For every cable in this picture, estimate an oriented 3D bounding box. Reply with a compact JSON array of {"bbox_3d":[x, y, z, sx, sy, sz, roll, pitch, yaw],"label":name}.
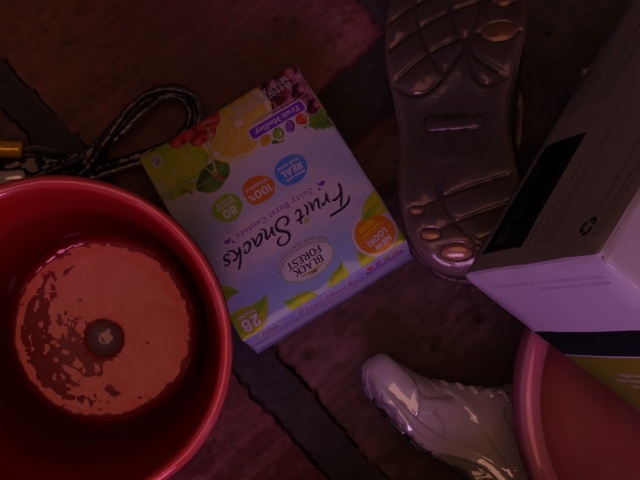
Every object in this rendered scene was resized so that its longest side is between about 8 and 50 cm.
[{"bbox_3d":[-0.244,-0.060,1.223,0.287,0.072,0.139,-14,94,-1],"label":"cable"}]

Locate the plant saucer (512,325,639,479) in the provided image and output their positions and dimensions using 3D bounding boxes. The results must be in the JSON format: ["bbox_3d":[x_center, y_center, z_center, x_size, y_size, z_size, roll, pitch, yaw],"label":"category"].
[{"bbox_3d":[0.320,0.145,1.186,0.332,0.084,0.332,1,85,-16],"label":"plant saucer"}]

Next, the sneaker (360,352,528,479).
[{"bbox_3d":[0.143,0.166,1.222,0.232,0.090,0.115,38,82,-8],"label":"sneaker"}]

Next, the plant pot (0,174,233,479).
[{"bbox_3d":[-0.206,0.085,1.135,0.275,0.243,0.275,0,88,-1],"label":"plant pot"}]

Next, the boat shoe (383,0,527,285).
[{"bbox_3d":[0.124,-0.124,1.202,0.132,0.130,0.355,3,70,8],"label":"boat shoe"}]

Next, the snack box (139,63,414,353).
[{"bbox_3d":[-0.040,-0.030,1.196,0.174,0.070,0.207,-32,73,1],"label":"snack box"}]

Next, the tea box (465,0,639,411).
[{"bbox_3d":[0.358,-0.018,1.048,0.323,0.220,0.329,36,75,-15],"label":"tea box"}]

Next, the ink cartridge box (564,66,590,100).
[{"bbox_3d":[0.300,-0.150,1.219,0.122,0.088,0.052,-19,89,-1],"label":"ink cartridge box"}]
